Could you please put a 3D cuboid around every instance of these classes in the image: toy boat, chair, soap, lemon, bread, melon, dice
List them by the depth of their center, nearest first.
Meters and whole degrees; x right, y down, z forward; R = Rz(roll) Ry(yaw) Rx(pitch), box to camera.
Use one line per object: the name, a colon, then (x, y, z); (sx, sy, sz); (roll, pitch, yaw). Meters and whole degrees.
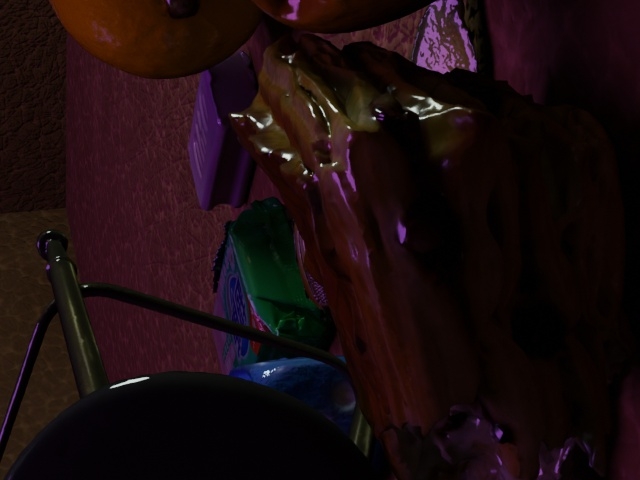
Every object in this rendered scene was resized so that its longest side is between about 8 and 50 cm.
bread: (0.097, 0.035, 0.911); (0.314, 0.191, 0.370); (-128, 15, -67)
melon: (0.103, -0.097, 1.120); (0.114, 0.053, 0.262); (-147, 52, -60)
chair: (-0.123, 0.230, 1.162); (0.410, 0.362, 0.365); (-153, 82, -80)
dice: (-0.020, 0.193, 1.468); (0.143, 0.146, 0.146); (158, 107, -71)
toy boat: (0.000, 0.000, 1.513); (0.049, 0.047, 0.149); (7, 106, 60)
lemon: (-0.186, -0.332, 1.627); (0.297, 0.297, 0.297); (174, 90, -74)
soap: (-0.061, 0.103, 1.671); (0.273, 0.098, 0.218); (107, 147, -57)
soap: (-0.128, -0.143, 1.868); (0.203, 0.065, 0.122); (107, 152, -55)

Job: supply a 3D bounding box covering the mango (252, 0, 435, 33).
mango: (0.036, -0.264, 0.975); (0.182, 0.253, 0.365); (49, -174, -14)
